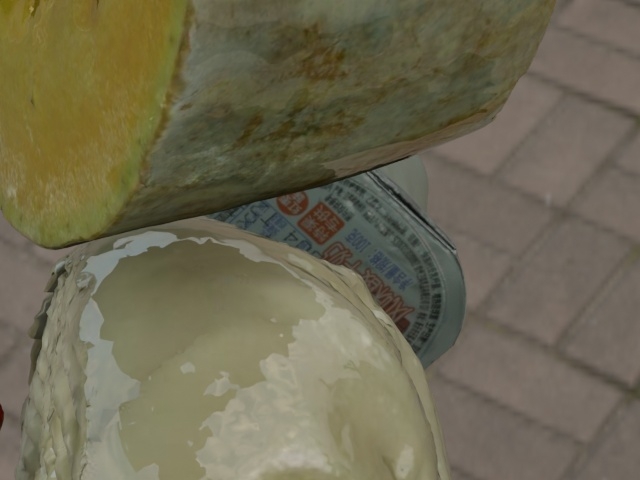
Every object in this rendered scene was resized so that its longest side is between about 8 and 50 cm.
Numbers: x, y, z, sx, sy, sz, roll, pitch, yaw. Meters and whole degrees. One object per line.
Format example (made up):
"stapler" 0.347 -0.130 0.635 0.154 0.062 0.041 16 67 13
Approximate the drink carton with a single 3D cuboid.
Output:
"drink carton" 0.000 0.000 1.244 0.185 0.191 0.189 43 22 -10

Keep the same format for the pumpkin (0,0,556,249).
"pumpkin" -0.043 -0.169 0.760 0.199 0.332 0.332 -10 43 -30

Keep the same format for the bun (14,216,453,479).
"bun" -0.044 0.165 0.907 0.211 0.360 0.360 8 44 -14

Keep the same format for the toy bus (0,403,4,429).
"toy bus" -0.230 0.165 0.847 0.121 0.120 0.265 30 42 -18
